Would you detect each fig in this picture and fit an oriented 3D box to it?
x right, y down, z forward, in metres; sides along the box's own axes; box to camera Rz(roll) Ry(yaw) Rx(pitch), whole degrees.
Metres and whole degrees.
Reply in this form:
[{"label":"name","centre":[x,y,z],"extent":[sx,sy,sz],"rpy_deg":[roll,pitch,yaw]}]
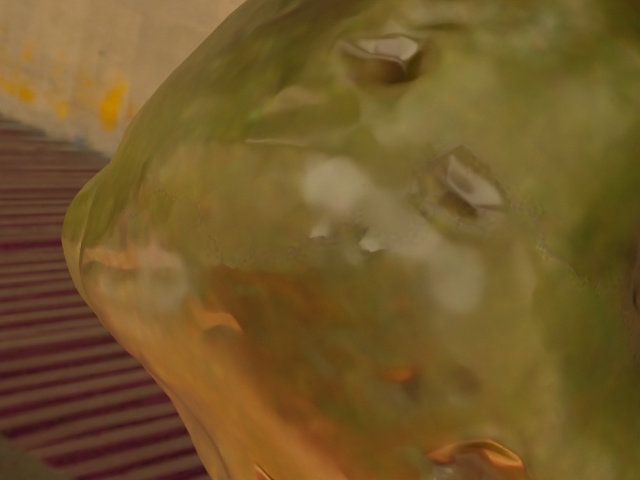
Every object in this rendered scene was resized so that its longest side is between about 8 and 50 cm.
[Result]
[{"label":"fig","centre":[0.000,0.000,0.478],"extent":[0.275,0.206,0.206],"rpy_deg":[9,97,41]}]
